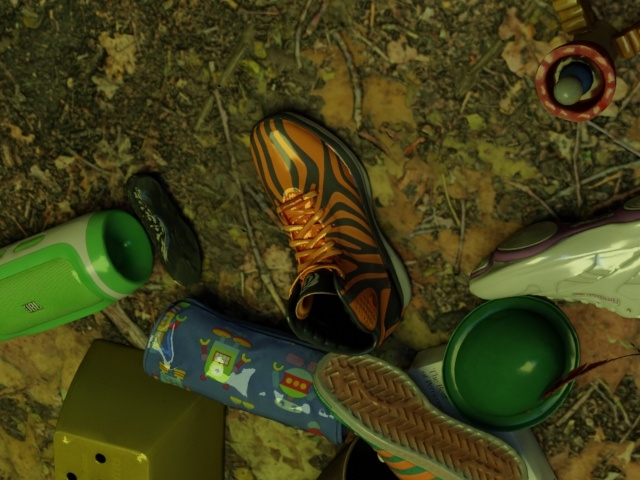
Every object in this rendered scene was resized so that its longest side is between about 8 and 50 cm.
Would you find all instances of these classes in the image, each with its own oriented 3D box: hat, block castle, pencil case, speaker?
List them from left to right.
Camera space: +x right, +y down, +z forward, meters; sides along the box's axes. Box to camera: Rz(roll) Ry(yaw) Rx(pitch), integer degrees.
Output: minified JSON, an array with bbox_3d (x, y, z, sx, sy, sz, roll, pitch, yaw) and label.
[{"bbox_3d":[-0.378,0.053,1.931,0.296,0.131,0.131,-20,106,28],"label":"speaker"},{"bbox_3d":[-0.082,0.169,1.874,0.306,0.119,0.133,17,101,13],"label":"pencil case"},{"bbox_3d":[0.255,0.163,1.674,0.173,0.183,0.208,29,98,-11],"label":"hat"},{"bbox_3d":[0.388,-0.330,1.390,0.453,0.213,0.303,-19,107,28],"label":"block castle"}]

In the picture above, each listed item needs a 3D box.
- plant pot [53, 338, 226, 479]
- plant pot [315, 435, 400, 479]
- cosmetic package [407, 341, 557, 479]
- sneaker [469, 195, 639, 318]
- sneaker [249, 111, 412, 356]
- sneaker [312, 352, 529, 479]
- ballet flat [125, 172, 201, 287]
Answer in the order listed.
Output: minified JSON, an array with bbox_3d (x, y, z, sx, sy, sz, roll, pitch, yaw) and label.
[{"bbox_3d":[-0.268,0.293,1.969,0.212,0.187,0.212,12,118,16],"label":"plant pot"},{"bbox_3d":[0.060,0.381,1.891,0.215,0.215,0.230,46,137,-4],"label":"plant pot"},{"bbox_3d":[0.214,0.245,1.831,0.099,0.060,0.239,-21,106,28],"label":"cosmetic package"},{"bbox_3d":[0.323,0.043,1.655,0.305,0.114,0.152,-15,107,27],"label":"sneaker"},{"bbox_3d":[0.000,0.000,1.723,0.124,0.180,0.321,-28,103,30],"label":"sneaker"},{"bbox_3d":[0.110,0.257,1.772,0.302,0.108,0.121,34,143,1],"label":"sneaker"},{"bbox_3d":[-0.208,-0.015,1.885,0.049,0.057,0.173,10,127,64],"label":"ballet flat"}]
